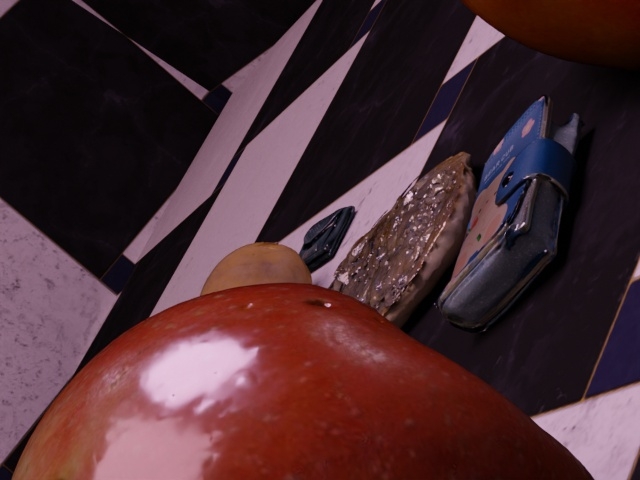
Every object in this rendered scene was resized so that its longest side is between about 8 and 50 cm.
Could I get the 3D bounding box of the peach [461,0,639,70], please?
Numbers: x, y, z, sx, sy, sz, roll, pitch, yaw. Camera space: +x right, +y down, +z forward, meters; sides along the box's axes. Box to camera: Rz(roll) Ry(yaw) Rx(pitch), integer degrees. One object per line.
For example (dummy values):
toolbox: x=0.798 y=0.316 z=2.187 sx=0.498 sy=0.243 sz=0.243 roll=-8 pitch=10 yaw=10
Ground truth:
peach: x=0.233 y=-0.341 z=1.337 sx=0.335 sy=0.310 sz=0.406 roll=-55 pitch=12 yaw=25

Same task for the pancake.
pancake: x=0.082 y=0.016 z=1.621 sx=0.282 sy=0.049 sz=0.282 roll=-52 pitch=13 yaw=18

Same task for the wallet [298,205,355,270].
wallet: x=0.000 y=0.000 z=2.057 sx=0.129 sy=0.026 sz=0.088 roll=-35 pitch=25 yaw=60

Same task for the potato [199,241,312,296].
potato: x=-0.091 y=0.100 z=1.923 sx=0.234 sy=0.146 sz=0.150 roll=-72 pitch=-11 yaw=-50

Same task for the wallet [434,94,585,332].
wallet: x=0.173 y=-0.025 z=1.340 sx=0.141 sy=0.059 sz=0.202 roll=-55 pitch=8 yaw=43

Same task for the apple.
apple: x=-0.004 y=0.181 z=0.841 sx=0.277 sy=0.348 sz=0.348 roll=-52 pitch=11 yaw=-2
